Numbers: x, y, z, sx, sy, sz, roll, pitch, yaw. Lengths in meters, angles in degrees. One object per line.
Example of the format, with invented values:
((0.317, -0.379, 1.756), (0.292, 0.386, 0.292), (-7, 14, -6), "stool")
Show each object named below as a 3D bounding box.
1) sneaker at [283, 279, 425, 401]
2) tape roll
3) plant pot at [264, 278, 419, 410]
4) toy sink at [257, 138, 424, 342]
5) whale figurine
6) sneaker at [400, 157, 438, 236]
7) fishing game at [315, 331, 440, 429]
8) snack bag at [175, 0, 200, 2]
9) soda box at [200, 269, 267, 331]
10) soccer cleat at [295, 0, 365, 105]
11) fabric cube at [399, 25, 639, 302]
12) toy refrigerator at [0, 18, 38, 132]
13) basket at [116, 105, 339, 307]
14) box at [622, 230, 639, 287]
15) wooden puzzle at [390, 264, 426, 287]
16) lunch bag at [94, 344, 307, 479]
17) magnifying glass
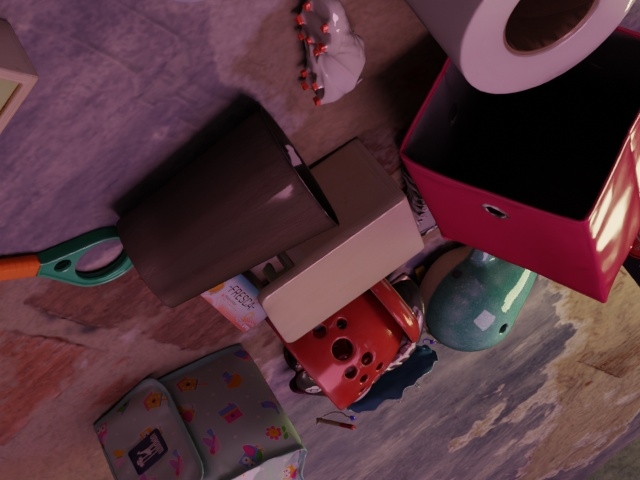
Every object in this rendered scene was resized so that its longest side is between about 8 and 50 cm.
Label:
((0.039, 0.166, 2.096), (0.162, 0.106, 0.281), (2, 138, -33), "sneaker")
((0.218, -0.309, 1.509), (0.246, 0.169, 0.246), (-23, 148, -16), "tape roll")
((0.033, 0.121, 1.957), (0.174, 0.191, 0.191), (-41, 150, -3), "plant pot")
((0.000, 0.000, 1.796), (0.234, 0.131, 0.153), (-36, 150, -4), "toy sink")
((0.287, 0.071, 2.153), (0.272, 0.141, 0.216), (-34, 141, -13), "whale figurine")
((0.138, -0.057, 1.890), (0.132, 0.086, 0.228), (-38, 151, 14), "sneaker")
((0.118, 0.237, 2.241), (0.264, 0.041, 0.189), (-37, -165, -23), "fishing game")
((-0.140, -0.271, 1.163), (0.323, 0.037, 0.342), (2, 175, -43), "snack bag")
((-0.126, 0.060, 1.835), (0.063, 0.058, 0.183), (-35, 151, 3), "soda box")
((0.017, -0.229, 1.547), (0.076, 0.068, 0.196), (-30, 158, -15), "soccer cleat")
((0.284, -0.114, 1.690), (0.259, 0.254, 0.258), (-61, 155, -14), "fabric cube")
((-0.395, -0.096, 1.315), (0.102, 0.094, 0.269), (9, 131, -50), "toy refrigerator")
((-0.118, -0.029, 1.629), (0.226, 0.154, 0.204), (-32, 149, 6), "basket")
((0.571, -0.090, 2.023), (0.343, 0.313, 0.179), (-40, 149, 10), "box")
((0.124, 0.085, 2.156), (0.116, 0.014, 0.078), (-34, 146, 2), "wooden puzzle")
((-0.182, 0.307, 1.980), (0.262, 0.223, 0.160), (-19, 142, -19), "lunch bag")
((-0.323, 0.028, 1.636), (0.231, 0.026, 0.092), (-6, 141, -37), "magnifying glass")
